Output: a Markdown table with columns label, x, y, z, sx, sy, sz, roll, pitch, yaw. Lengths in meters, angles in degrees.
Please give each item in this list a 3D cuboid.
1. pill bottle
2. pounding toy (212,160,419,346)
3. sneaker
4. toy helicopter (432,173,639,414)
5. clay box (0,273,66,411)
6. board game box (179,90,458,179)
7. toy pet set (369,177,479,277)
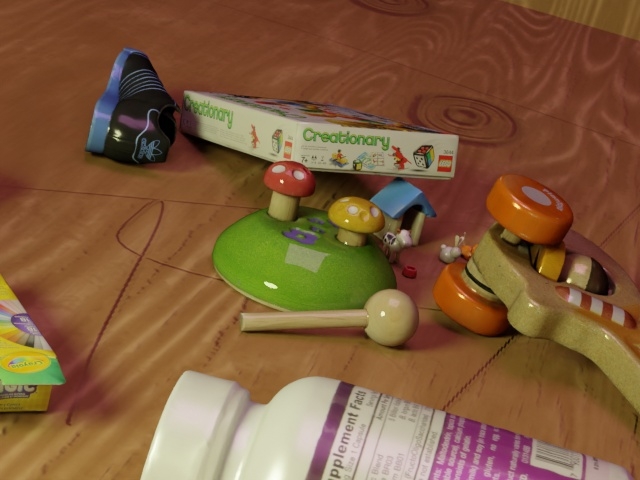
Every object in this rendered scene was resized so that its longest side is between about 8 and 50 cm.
| label | x | y | z | sx | sy | sz | roll | pitch | yaw |
| --- | --- | --- | --- | --- | --- | --- | --- | --- | --- |
| pill bottle | 0.038 | 0.185 | 1.130 | 0.301 | 0.169 | 0.169 | 16 | 21 | 5 |
| pounding toy | 0.000 | 0.000 | 1.658 | 0.183 | 0.110 | 0.237 | 9 | 21 | -15 |
| sneaker | -0.199 | -0.144 | 1.947 | 0.090 | 0.081 | 0.232 | 16 | 28 | -4 |
| toy helicopter | 0.282 | 0.094 | 1.637 | 0.235 | 0.140 | 0.355 | 11 | 30 | -36 |
| clay box | -0.291 | 0.073 | 1.358 | 0.127 | 0.053 | 0.222 | 2 | 25 | -30 |
| board game box | -0.009 | -0.118 | 1.933 | 0.193 | 0.053 | 0.305 | 3 | 9 | -28 |
| toy pet set | 0.114 | -0.016 | 1.835 | 0.122 | 0.065 | 0.114 | -2 | 26 | -37 |
